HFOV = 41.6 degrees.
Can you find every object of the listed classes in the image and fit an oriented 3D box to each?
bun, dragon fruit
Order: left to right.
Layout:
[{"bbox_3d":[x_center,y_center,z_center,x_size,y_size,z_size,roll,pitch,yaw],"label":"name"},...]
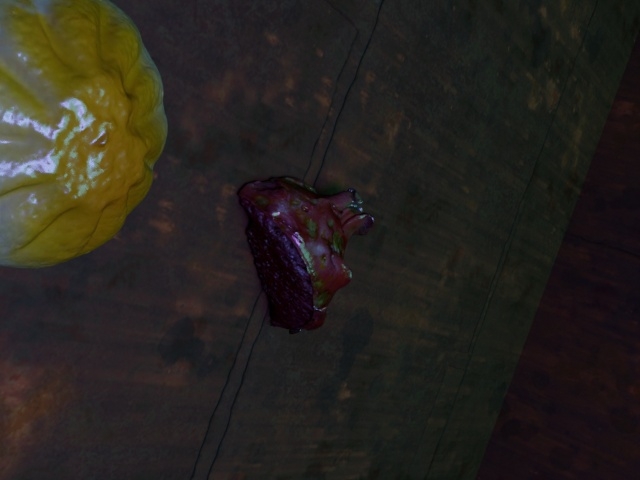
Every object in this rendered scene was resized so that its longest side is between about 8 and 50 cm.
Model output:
[{"bbox_3d":[-0.263,-0.112,0.831,0.299,0.164,0.299,-30,129,-45],"label":"bun"},{"bbox_3d":[0.000,0.000,1.274,0.211,0.134,0.262,-48,140,-34],"label":"dragon fruit"}]
